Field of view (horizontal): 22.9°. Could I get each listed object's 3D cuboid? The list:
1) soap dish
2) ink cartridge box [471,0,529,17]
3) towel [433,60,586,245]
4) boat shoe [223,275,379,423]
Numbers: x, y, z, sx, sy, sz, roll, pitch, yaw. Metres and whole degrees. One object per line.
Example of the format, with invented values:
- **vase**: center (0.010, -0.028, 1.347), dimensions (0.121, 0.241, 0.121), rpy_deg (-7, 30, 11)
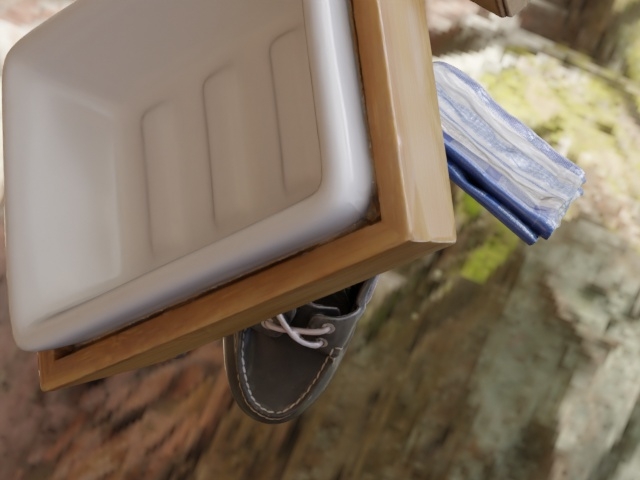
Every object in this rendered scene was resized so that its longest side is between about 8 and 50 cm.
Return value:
- **soap dish**: center (-0.057, -0.056, 0.909), dimensions (0.290, 0.118, 0.229), rpy_deg (-23, -116, 37)
- **ink cartridge box**: center (0.155, -0.286, 1.174), dimensions (0.234, 0.193, 0.088), rpy_deg (-36, 130, -16)
- **towel**: center (0.156, -0.092, 1.495), dimensions (0.034, 0.209, 0.285), rpy_deg (-52, 175, 19)
- **boat shoe**: center (0.000, 0.000, 1.287), dimensions (0.095, 0.112, 0.335), rpy_deg (-108, -142, -80)
